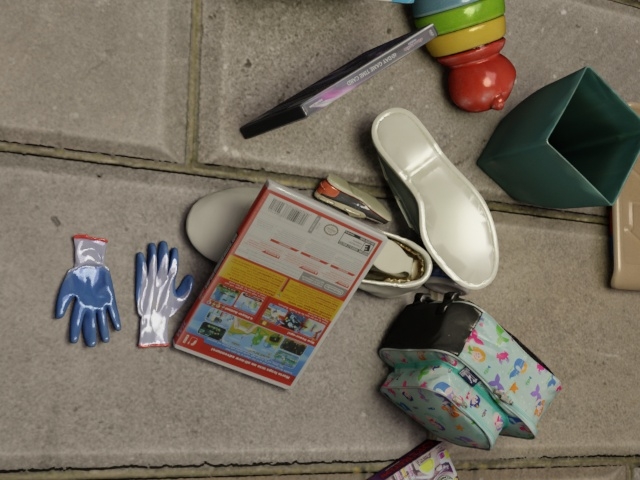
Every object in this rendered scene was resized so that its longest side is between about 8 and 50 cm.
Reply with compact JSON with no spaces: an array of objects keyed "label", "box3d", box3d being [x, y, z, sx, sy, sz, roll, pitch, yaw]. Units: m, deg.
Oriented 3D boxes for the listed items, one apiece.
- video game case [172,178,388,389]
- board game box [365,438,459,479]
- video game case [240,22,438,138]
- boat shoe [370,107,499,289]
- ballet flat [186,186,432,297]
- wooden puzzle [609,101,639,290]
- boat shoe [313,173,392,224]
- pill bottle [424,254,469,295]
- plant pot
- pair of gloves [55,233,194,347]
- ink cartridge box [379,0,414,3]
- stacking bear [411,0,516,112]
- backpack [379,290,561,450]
[{"label":"video game case","box3d":[-0.058,0.071,1.467,0.204,0.025,0.285,24,108,-25]},{"label":"board game box","box3d":[0.093,0.485,1.581,0.347,0.056,0.208,-27,102,-29]},{"label":"video game case","box3d":[0.027,-0.241,1.541,0.274,0.196,0.026,-34,103,-28]},{"label":"boat shoe","box3d":[0.184,-0.065,1.629,0.116,0.099,0.319,-31,84,-3]},{"label":"ballet flat","box3d":[0.000,0.000,1.537,0.400,0.139,0.139,15,77,-26]},{"label":"wooden puzzle","box3d":[0.667,-0.074,1.949,0.322,0.080,0.347,4,87,-28]},{"label":"boat shoe","box3d":[0.054,-0.059,1.624,0.137,0.049,0.043,28,114,-26]},{"label":"pill bottle","box3d":[0.223,0.017,1.687,0.078,0.078,0.137,21,74,-25]},{"label":"plant pot","box3d":[0.391,-0.155,1.710,0.166,0.234,0.165,40,68,-18]},{"label":"pair of gloves","box3d":[-0.274,0.074,1.438,0.198,0.023,0.159,6,81,-28]},{"label":"ink cartridge box","box3d":[0.014,-0.456,1.524,0.233,0.171,0.168,-7,113,-41]},{"label":"stacking bear","box3d":[0.246,-0.357,1.706,0.164,0.175,0.289,-25,104,-31]},{"label":"backpack","box3d":[0.237,0.219,1.587,0.253,0.225,0.191,34,71,-19]}]
